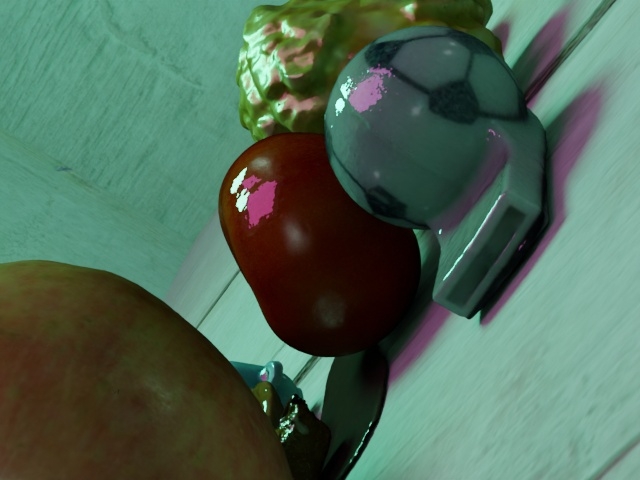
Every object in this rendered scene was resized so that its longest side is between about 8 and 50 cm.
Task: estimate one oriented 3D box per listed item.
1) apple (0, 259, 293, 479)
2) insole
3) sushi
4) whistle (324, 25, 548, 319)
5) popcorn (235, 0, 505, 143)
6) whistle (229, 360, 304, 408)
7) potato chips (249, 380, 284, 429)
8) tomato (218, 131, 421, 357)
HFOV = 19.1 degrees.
[{"bbox_3d":[-0.205,0.202,1.298,0.391,0.391,0.346,-56,3,24],"label":"apple"},{"bbox_3d":[0.023,0.123,1.531,0.111,0.007,0.328,-56,7,14],"label":"insole"},{"bbox_3d":[-0.031,0.175,1.423,0.061,0.060,0.118,136,153,-63],"label":"sushi"},{"bbox_3d":[0.076,-0.069,1.363,0.163,0.163,0.289,-56,7,21],"label":"whistle"},{"bbox_3d":[0.039,-0.135,1.657,0.256,0.195,0.255,0,46,42],"label":"popcorn"},{"bbox_3d":[-0.094,0.198,1.707,0.274,0.093,0.186,-57,32,37],"label":"whistle"},{"bbox_3d":[-0.072,0.217,1.532,0.195,0.062,0.208,-51,21,23],"label":"potato chips"},{"bbox_3d":[0.000,0.000,1.515,0.136,0.195,0.195,-27,6,-3],"label":"tomato"}]
